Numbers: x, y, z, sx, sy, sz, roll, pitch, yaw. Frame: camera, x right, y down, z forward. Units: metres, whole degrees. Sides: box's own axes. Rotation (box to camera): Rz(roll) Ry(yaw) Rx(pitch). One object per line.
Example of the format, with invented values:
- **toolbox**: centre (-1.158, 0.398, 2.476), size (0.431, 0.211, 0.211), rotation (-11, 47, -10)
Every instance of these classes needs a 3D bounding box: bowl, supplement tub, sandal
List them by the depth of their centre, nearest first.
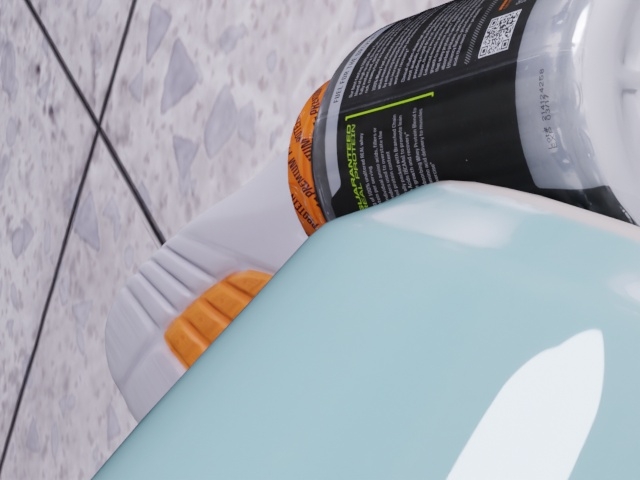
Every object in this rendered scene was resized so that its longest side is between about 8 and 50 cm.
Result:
- **bowl**: centre (0.081, 0.091, 0.502), size (0.311, 0.311, 0.163), rotation (14, 79, 60)
- **supplement tub**: centre (0.075, -0.037, 0.646), size (0.190, 0.117, 0.117), rotation (-10, 80, 56)
- **sandal**: centre (0.006, 0.008, 0.831), size (0.265, 0.076, 0.102), rotation (-41, 65, 26)
